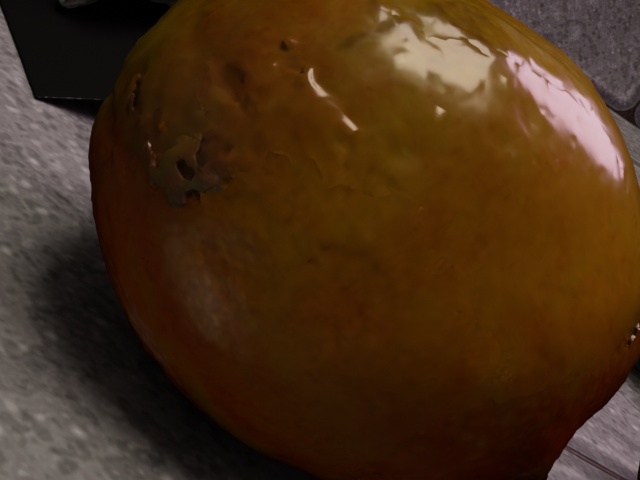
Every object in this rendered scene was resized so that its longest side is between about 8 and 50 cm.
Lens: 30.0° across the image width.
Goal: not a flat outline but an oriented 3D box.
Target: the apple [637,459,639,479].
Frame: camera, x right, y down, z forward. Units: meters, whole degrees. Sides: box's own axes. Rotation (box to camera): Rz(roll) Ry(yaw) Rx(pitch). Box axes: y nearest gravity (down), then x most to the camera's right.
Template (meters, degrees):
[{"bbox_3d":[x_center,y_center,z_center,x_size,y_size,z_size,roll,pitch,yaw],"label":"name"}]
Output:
[{"bbox_3d":[0.378,0.218,0.967,0.235,0.173,0.210,28,22,-25],"label":"apple"}]

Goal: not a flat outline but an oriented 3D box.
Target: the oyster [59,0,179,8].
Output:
[{"bbox_3d":[-0.099,-0.268,1.140,0.199,0.087,0.252,29,46,2],"label":"oyster"}]

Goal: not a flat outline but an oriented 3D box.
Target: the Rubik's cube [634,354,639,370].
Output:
[{"bbox_3d":[0.494,0.067,1.357,0.319,0.319,0.264,8,61,-53],"label":"Rubik's cube"}]

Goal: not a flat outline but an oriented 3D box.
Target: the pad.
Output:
[{"bbox_3d":[-0.195,-0.187,1.076,0.170,0.006,0.245,-1,37,-26],"label":"pad"}]

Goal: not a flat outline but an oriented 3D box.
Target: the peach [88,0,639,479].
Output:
[{"bbox_3d":[0.043,-0.012,0.753,0.373,0.290,0.372,35,22,-17],"label":"peach"}]
